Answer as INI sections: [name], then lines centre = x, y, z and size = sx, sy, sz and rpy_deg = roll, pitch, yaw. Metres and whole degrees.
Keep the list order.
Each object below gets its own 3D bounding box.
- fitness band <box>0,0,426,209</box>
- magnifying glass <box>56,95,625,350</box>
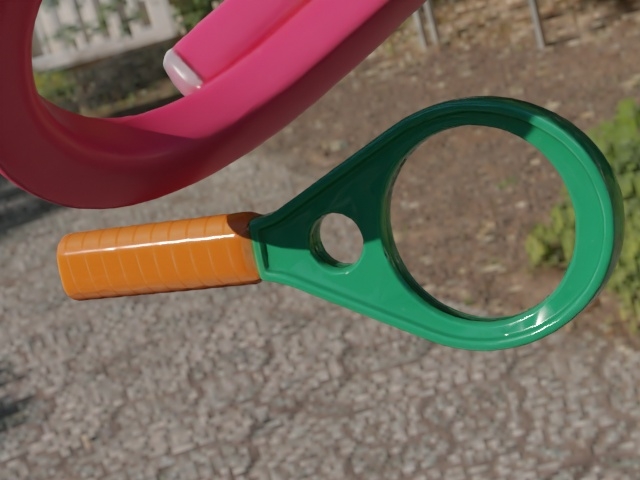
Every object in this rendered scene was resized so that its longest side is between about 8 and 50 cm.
[fitness band]
centre = -0.010, -0.132, 0.459
size = 0.291, 0.054, 0.209
rpy_deg = -44, -23, -3
[magnifying glass]
centre = 0.000, 0.000, 0.520
size = 0.231, 0.092, 0.026
rpy_deg = -6, 11, 24
